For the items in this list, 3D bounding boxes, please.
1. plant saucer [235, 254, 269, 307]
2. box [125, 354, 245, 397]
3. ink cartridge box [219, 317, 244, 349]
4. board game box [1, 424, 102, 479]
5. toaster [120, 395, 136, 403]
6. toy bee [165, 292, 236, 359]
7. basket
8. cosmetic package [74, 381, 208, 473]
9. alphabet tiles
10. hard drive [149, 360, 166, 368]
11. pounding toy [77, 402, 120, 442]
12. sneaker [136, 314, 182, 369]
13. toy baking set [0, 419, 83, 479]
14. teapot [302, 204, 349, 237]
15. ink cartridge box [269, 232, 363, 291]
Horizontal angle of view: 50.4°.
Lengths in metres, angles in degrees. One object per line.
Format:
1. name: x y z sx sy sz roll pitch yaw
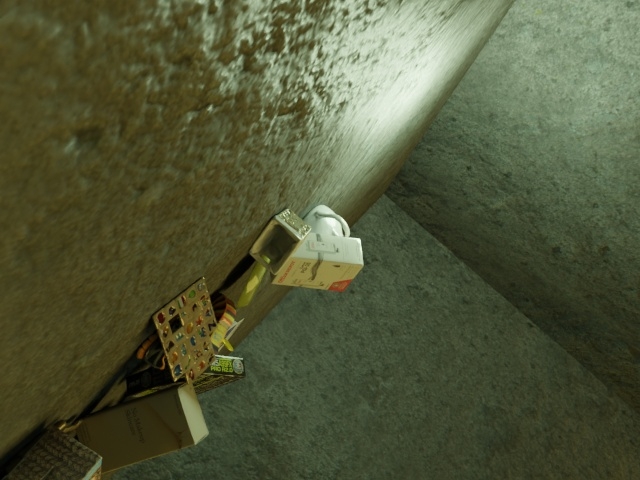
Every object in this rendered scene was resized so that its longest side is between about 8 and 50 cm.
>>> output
1. plant saucer: -0.206 0.116 2.184 0.241 0.037 0.240 -155 -90 -88
2. box: -0.383 0.391 1.942 0.270 0.060 0.216 -25 152 31
3. ink cartridge box: -0.457 0.431 2.632 0.303 0.072 0.307 -52 176 19
4. board game box: -0.633 0.611 1.556 0.232 0.141 0.291 -52 167 -43
5. toaster: -0.548 0.529 2.178 0.147 0.129 0.227 -17 162 -45
6. toy bee: -0.340 0.316 2.078 0.195 0.162 0.298 17 95 -45
7. basket: -0.117 0.000 2.049 0.167 0.113 0.103 -52 175 35
8. cosmetic package: -0.478 0.502 1.820 0.310 0.160 0.113 -20 176 9
9. alphabet tiles: -0.336 0.244 1.759 0.198 0.009 0.237 -42 129 -49
10. hard drive: -0.459 0.365 2.282 0.203 0.040 0.307 -48 174 -6
11. pounding toy: -0.658 0.572 2.009 0.182 0.110 0.237 -58 -155 -8
12. sneaker: -0.398 0.262 1.845 0.215 0.083 0.084 -47 173 -30
13. toy baking set: -0.679 0.505 1.646 0.256 0.030 0.196 -44 176 -36
14. teapot: 0.000 0.000 2.560 0.252 0.187 0.256 -49 173 7
15. ink cartridge box: -0.020 0.075 2.397 0.207 0.283 0.117 123 -32 -52
